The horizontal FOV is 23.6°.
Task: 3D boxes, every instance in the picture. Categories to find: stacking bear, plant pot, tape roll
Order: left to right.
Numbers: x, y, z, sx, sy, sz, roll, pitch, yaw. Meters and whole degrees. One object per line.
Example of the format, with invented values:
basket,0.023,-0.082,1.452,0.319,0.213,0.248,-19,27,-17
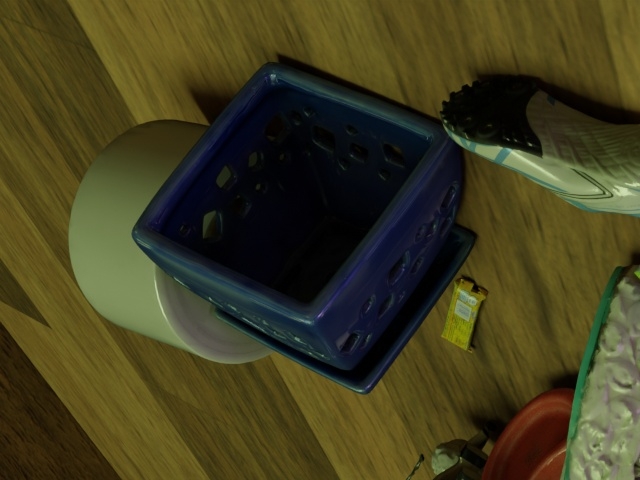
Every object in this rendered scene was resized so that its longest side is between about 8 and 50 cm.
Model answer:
tape roll,-0.125,-0.003,1.650,0.169,0.246,0.246,13,146,49
plant pot,0.000,0.000,1.485,0.236,0.236,0.212,25,160,31
stacking bear,0.328,0.296,1.624,0.289,0.175,0.164,34,-171,-12

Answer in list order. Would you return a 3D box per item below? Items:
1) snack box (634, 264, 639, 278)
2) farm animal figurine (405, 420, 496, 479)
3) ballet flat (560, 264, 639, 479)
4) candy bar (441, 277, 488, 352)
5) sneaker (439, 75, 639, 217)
snack box,0.342,0.044,1.265,0.100,0.037,0.141,47,157,-16
farm animal figurine,0.212,0.382,1.735,0.327,0.172,0.330,39,-162,13
ballet flat,0.270,0.231,1.355,0.147,0.409,0.147,16,-178,0
candy bar,0.156,0.085,1.669,0.040,0.018,0.161,31,156,13
sneaker,0.194,-0.067,1.227,0.237,0.085,0.086,24,149,37
